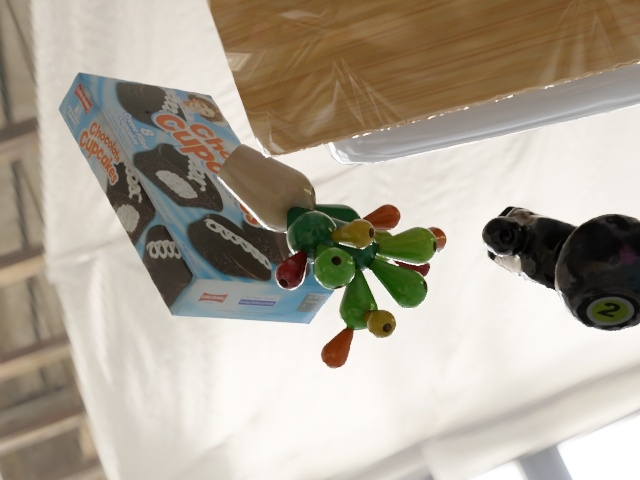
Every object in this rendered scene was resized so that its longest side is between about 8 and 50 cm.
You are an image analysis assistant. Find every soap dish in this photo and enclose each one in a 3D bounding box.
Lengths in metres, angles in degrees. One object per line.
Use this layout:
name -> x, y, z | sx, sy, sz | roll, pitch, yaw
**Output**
soap dish -> 0.095, -0.157, 0.636 | 0.118, 0.229, 0.291 | 44, -30, -25

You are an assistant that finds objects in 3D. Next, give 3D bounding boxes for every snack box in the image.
snack box -> -0.136, -0.047, 1.684 | 0.187, 0.322, 0.060 | 6, -50, -43

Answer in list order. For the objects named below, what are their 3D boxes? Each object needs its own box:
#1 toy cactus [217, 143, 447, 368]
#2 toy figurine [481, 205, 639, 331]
toy cactus -> 0.000, 0.000, 1.181 | 0.112, 0.180, 0.219 | -56, -9, 21
toy figurine -> 0.170, -0.076, 0.829 | 0.213, 0.210, 0.148 | -22, 11, -8
